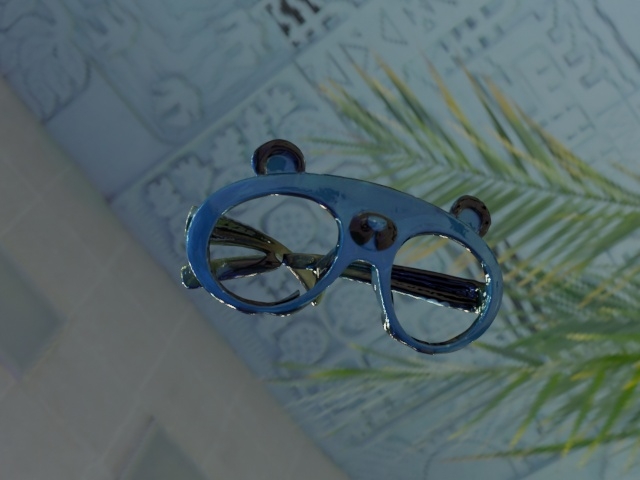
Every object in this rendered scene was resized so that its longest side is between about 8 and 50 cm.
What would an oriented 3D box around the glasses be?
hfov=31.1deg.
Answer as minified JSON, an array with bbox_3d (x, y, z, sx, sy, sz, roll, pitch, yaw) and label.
[{"bbox_3d":[-0.002,0.034,0.833,0.239,0.207,0.102,13,-118,-21],"label":"glasses"}]
